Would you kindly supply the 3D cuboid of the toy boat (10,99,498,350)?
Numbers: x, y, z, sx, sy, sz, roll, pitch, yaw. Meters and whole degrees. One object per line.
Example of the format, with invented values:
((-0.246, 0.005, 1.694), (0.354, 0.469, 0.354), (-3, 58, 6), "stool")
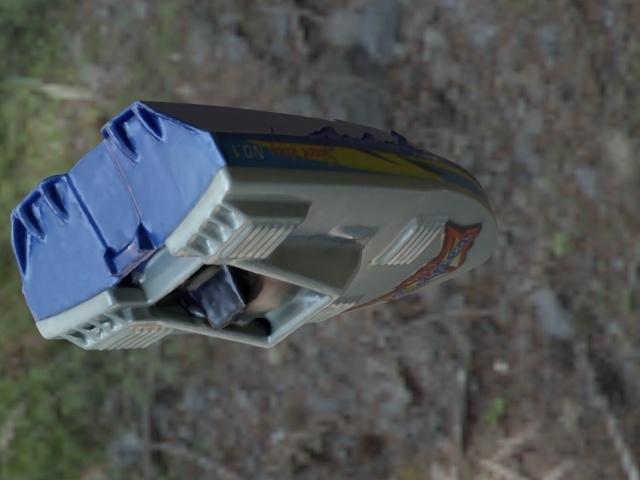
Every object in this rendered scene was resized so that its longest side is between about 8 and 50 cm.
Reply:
((0.000, 0.000, 0.929), (0.129, 0.295, 0.088), (-38, 68, 29), "toy boat")
